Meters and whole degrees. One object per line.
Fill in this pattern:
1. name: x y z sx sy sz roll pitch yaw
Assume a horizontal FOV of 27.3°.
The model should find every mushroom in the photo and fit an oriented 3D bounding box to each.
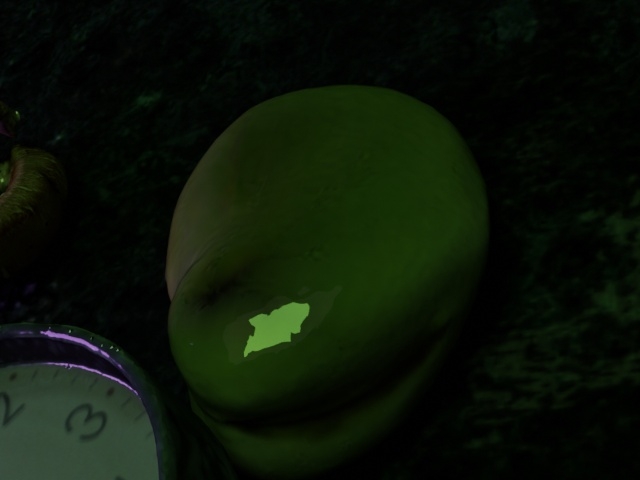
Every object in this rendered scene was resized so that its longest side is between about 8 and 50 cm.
1. mushroom: -0.235 -0.029 0.905 0.135 0.080 0.170 -1 52 12

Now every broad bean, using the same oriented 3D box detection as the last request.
1. broad bean: 0.000 0.000 0.727 0.189 0.121 0.263 -10 48 16

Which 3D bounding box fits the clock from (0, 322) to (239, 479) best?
1. clock: -0.185 0.176 0.591 0.325 0.067 0.325 -19 40 17
